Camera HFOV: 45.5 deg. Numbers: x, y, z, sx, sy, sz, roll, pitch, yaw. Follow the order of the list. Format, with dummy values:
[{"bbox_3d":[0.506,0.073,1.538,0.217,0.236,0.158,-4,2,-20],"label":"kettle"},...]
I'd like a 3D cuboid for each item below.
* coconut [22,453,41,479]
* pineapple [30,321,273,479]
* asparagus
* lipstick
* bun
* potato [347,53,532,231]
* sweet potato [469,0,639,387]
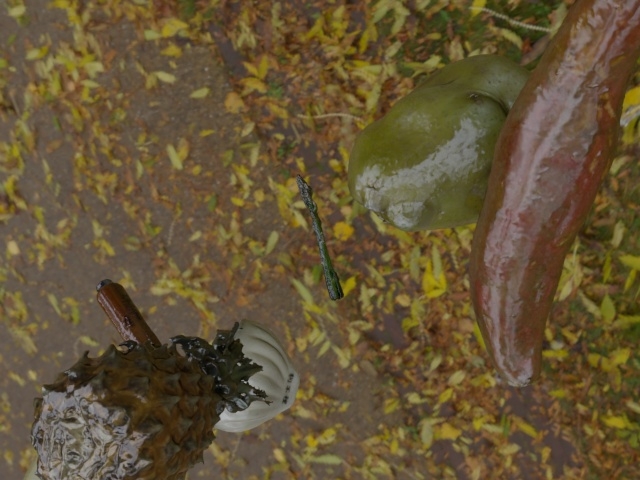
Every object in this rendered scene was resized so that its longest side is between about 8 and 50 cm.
[{"bbox_3d":[-0.297,0.363,0.964,0.202,0.222,0.202,3,134,3],"label":"coconut"},{"bbox_3d":[-0.166,0.188,0.868,0.175,0.361,0.175,-1,87,21],"label":"pineapple"},{"bbox_3d":[0.000,0.000,1.180,0.023,0.022,0.233,2,125,30],"label":"asparagus"},{"bbox_3d":[-0.386,0.222,1.653,0.418,0.077,0.077,44,132,37],"label":"lipstick"},{"bbox_3d":[-0.136,0.321,1.745,0.175,0.263,0.263,14,122,-2],"label":"bun"},{"bbox_3d":[0.188,-0.128,1.089,0.202,0.351,0.218,12,130,57],"label":"potato"},{"bbox_3d":[0.116,-0.038,0.373,0.058,0.078,0.255,9,126,-2],"label":"sweet potato"}]
